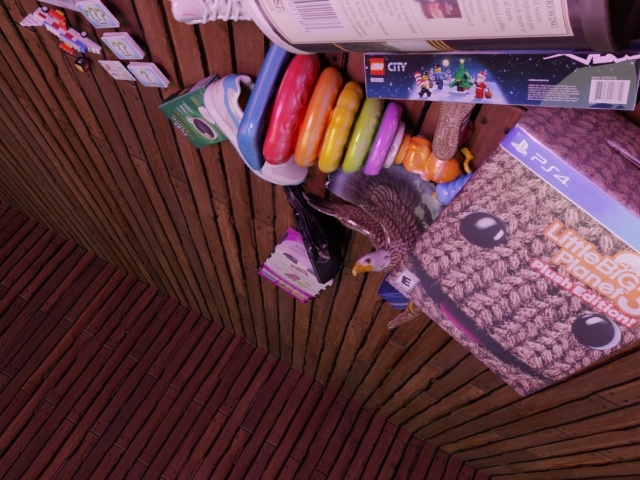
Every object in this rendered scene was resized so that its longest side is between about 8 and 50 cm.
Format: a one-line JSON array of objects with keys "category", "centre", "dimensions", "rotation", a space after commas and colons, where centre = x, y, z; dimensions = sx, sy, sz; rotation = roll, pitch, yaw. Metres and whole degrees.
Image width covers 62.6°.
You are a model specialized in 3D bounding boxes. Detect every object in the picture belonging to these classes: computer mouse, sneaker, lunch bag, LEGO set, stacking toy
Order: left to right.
[{"category": "LEGO set", "centre": [-0.414, -0.342, 0.957], "dimensions": [0.244, 0.060, 0.182], "rotation": [16, 157, 36]}, {"category": "sneaker", "centre": [-0.126, -0.301, 0.653], "dimensions": [0.232, 0.115, 0.090], "rotation": [24, 155, 15]}, {"category": "sneaker", "centre": [-0.093, -0.178, 0.886], "dimensions": [0.092, 0.087, 0.228], "rotation": [-2, 141, 48]}, {"category": "computer mouse", "centre": [0.000, 0.000, 1.080], "dimensions": [0.272, 0.072, 0.188], "rotation": [73, 175, -62]}, {"category": "stacking toy", "centre": [0.053, -0.148, 0.725], "dimensions": [0.302, 0.165, 0.175], "rotation": [20, 170, 1]}, {"category": "lunch bag", "centre": [0.181, 0.106, 1.125], "dimensions": [0.065, 0.067, 0.098], "rotation": [42, 152, -23]}, {"category": "sneaker", "centre": [0.177, -0.164, 0.665], "dimensions": [0.042, 0.067, 0.118], "rotation": [26, 125, 18]}]

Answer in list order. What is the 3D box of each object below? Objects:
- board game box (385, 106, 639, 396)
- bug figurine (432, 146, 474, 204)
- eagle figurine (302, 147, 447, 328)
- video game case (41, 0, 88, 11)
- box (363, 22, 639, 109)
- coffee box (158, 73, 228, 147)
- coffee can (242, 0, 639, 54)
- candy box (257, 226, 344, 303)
[{"category": "board game box", "centre": [0.253, 0.010, 0.599], "dimensions": [0.232, 0.141, 0.291], "rotation": [40, 142, 9]}, {"category": "bug figurine", "centre": [0.295, -0.025, 0.740], "dimensions": [0.279, 0.072, 0.216], "rotation": [39, 154, -16]}, {"category": "eagle figurine", "centre": [0.118, -0.009, 0.892], "dimensions": [0.226, 0.225, 0.298], "rotation": [-31, 81, 22]}, {"category": "video game case", "centre": [-0.482, -0.474, 0.851], "dimensions": [0.213, 0.023, 0.193], "rotation": [22, 154, 21]}, {"category": "box", "centre": [0.181, -0.169, 0.495], "dimensions": [0.233, 0.159, 0.044], "rotation": [13, 124, 34]}, {"category": "coffee box", "centre": [-0.212, -0.234, 0.969], "dimensions": [0.184, 0.040, 0.113], "rotation": [-2, 139, 50]}, {"category": "coffee can", "centre": [0.092, -0.248, 0.400], "dimensions": [0.276, 0.201, 0.201], "rotation": [14, 150, 35]}, {"category": "candy box", "centre": [-0.057, 0.069, 1.325], "dimensions": [0.159, 0.071, 0.233], "rotation": [34, 156, -6]}]
